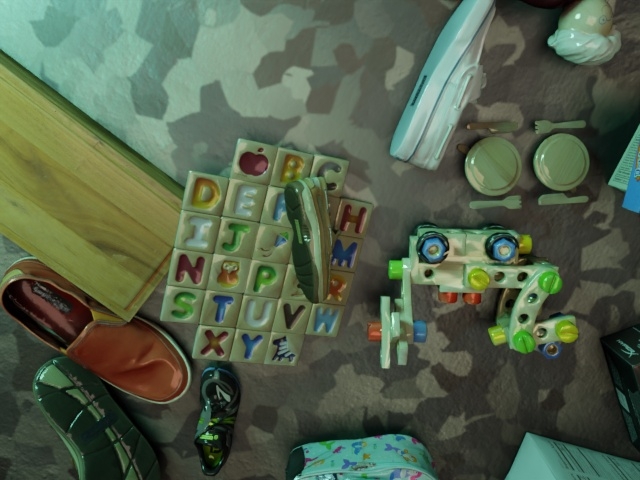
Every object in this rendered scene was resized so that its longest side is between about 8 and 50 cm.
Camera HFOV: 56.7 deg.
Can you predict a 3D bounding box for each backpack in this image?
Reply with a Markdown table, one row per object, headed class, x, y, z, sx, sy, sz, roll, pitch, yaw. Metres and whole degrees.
| class | x | y | z | sx | sy | sz | roll | pitch | yaw |
| --- | --- | --- | --- | --- | --- | --- | --- | --- | --- |
| backpack | 0.080 | 0.438 | 0.958 | 0.253 | 0.191 | 0.225 | -10 | 104 | -5 |

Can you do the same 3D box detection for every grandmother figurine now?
| class | x | y | z | sx | sy | sz | roll | pitch | yaw |
| --- | --- | --- | --- | --- | --- | --- | --- | --- | --- |
| grandmother figurine | 0.311 | -0.388 | 0.778 | 0.207 | 0.104 | 0.342 | -32 | 109 | -9 |

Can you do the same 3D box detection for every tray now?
| class | x | y | z | sx | sy | sz | roll | pitch | yaw |
| --- | --- | --- | --- | --- | --- | --- | --- | --- | --- |
| tray | -0.384 | -0.084 | 0.861 | 0.411 | 0.076 | 0.203 | 38 | 100 | -11 |

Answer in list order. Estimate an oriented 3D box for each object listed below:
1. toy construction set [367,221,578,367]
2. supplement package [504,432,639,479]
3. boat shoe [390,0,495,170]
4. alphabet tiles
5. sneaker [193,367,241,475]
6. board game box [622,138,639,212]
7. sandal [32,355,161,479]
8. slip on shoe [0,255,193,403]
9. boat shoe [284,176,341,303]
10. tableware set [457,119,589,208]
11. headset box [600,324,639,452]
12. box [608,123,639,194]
| class | x | y | z | sx | sy | sz | roll | pitch | yaw |
| --- | --- | --- | --- | --- | --- | --- | --- | --- | --- |
| toy construction set | 0.222 | 0.087 | 0.895 | 0.327 | 0.151 | 0.215 | -3 | 105 | -12 |
| supplement package | 0.453 | 0.480 | 0.966 | 0.262 | 0.198 | 0.199 | 16 | 104 | -6 |
| boat shoe | 0.189 | -0.223 | 0.842 | 0.084 | 0.095 | 0.258 | 22 | 113 | -11 |
| alphabet tiles | -0.077 | 0.030 | 0.891 | 0.285 | 0.011 | 0.343 | 9 | 104 | -20 |
| sneaker | -0.167 | 0.295 | 0.961 | 0.067 | 0.078 | 0.188 | 5 | 103 | -3 |
| board game box | 0.509 | -0.101 | 0.744 | 0.210 | 0.047 | 0.160 | 8 | 103 | -2 |
| sandal | -0.358 | 0.324 | 0.962 | 0.120 | 0.086 | 0.303 | -27 | 87 | -33 |
| slip on shoe | -0.343 | 0.149 | 0.905 | 0.331 | 0.101 | 0.123 | 39 | 94 | -12 |
| boat shoe | 0.000 | 0.000 | 0.869 | 0.072 | 0.068 | 0.190 | -18 | 115 | -29 |
| tableware set | 0.307 | -0.113 | 0.895 | 0.194 | 0.039 | 0.128 | -3 | 93 | -7 |
| headset box | 0.638 | 0.218 | 0.950 | 0.293 | 0.110 | 0.218 | -21 | 104 | 4 |
| box | 0.545 | -0.149 | 0.835 | 0.126 | 0.148 | 0.232 | 22 | 103 | -6 |
